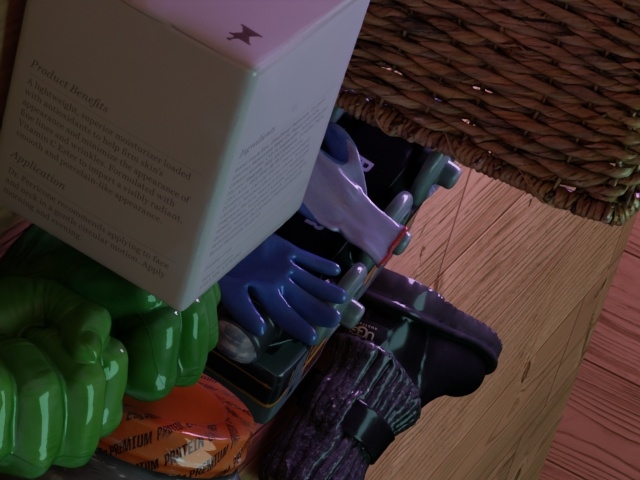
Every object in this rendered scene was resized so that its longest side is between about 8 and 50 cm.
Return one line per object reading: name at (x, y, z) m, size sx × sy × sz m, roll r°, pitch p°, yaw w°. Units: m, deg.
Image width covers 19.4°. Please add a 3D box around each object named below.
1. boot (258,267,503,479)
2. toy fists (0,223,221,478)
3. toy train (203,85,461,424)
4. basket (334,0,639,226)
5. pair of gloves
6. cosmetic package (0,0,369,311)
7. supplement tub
boot at (0.062, 0.182, 1.986) m, size 0.348 × 0.131 × 0.260 m, roll 34°, pitch 75°, yaw -62°
toy fists at (-0.160, 0.057, 1.163) m, size 0.279 × 0.142 × 0.096 m, roll -33°, pitch 145°, yaw -59°
toy train at (0.000, 0.000, 1.579) m, size 0.334 × 0.142 × 0.190 m, roll -53°, pitch 172°, yaw -36°
basket at (0.176, -0.180, 1.532) m, size 0.213 × 0.299 × 0.223 m, roll -31°, pitch 141°, yaw -63°
pair of gloves at (-0.022, -0.016, 1.440) m, size 0.198 × 0.159 × 0.023 m, roll -48°, pitch 177°, yaw -35°
cosmetic package at (-0.086, -0.091, 1.131) m, size 0.151 × 0.151 × 0.184 m, roll -42°, pitch 158°, yaw -50°
supplement tub at (-0.172, 0.238, 1.297) m, size 0.316 × 0.193 × 0.193 m, roll -67°, pitch 162°, yaw 12°
